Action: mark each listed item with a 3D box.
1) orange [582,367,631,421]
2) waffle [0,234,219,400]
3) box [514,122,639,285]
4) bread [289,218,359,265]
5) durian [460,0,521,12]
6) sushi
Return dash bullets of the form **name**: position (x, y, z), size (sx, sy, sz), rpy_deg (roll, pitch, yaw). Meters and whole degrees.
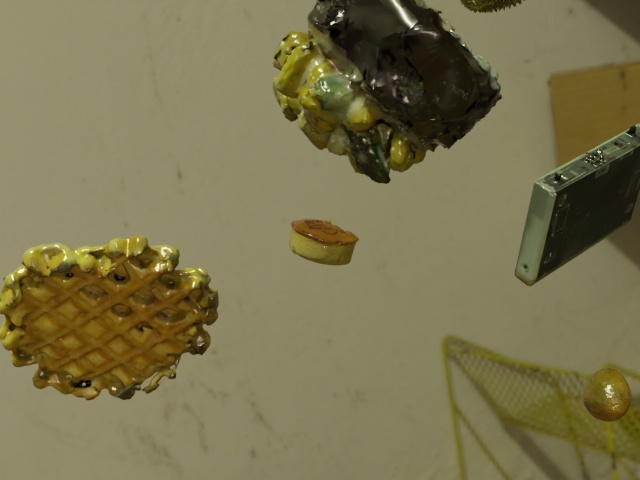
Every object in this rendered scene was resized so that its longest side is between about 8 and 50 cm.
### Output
- **orange**: position (0.501, 0.269, 1.880), size (0.085, 0.095, 0.085), rpy_deg (6, -27, 3)
- **waffle**: position (-0.254, 0.100, 1.285), size (0.262, 0.280, 0.060), rpy_deg (4, 43, -3)
- **box**: position (0.420, -0.060, 1.689), size (0.270, 0.210, 0.045), rpy_deg (-26, 48, -34)
- **bread**: position (-0.004, 0.002, 2.402), size (0.156, 0.086, 0.125), rpy_deg (22, 17, 32)
- **durian**: position (0.338, -0.522, 2.041), size (0.198, 0.146, 0.159), rpy_deg (-39, -17, 29)
- **sushi**: position (0.090, -0.242, 1.677), size (0.285, 0.328, 0.328), rpy_deg (-45, 26, 7)
